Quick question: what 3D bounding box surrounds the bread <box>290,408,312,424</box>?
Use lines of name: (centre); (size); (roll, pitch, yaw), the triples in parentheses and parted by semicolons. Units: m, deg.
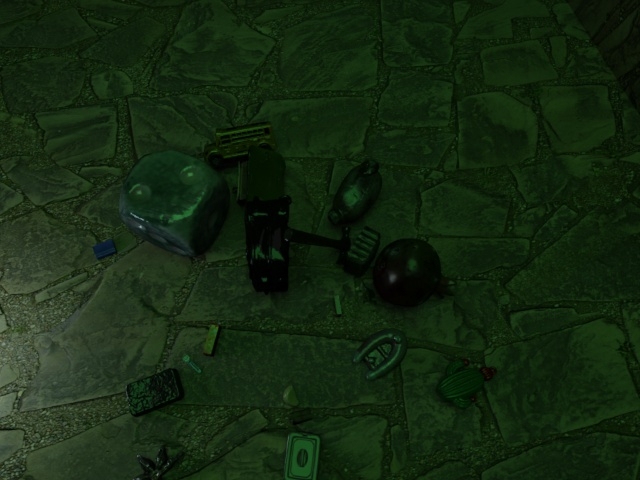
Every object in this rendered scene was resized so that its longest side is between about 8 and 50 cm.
bread: (-0.086, 0.661, 1.711); (0.062, 0.109, 0.043); (-37, 60, 31)

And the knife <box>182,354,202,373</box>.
knife: (-0.500, 0.485, 1.795); (0.096, 0.010, 0.027); (39, 72, 14)

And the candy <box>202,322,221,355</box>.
candy: (-0.426, 0.393, 1.808); (0.038, 0.062, 0.122); (12, 67, 2)

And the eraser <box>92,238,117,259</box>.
eraser: (-0.922, 0.039, 1.963); (0.085, 0.027, 0.063); (-24, 71, -12)

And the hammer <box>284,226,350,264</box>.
hammer: (0.000, 0.000, 1.815); (0.044, 0.440, 0.168); (-1, 83, 33)

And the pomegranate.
pomegranate: (0.377, 0.121, 1.835); (0.323, 0.291, 0.290); (-6, 67, -16)

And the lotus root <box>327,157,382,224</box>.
lotus root: (0.155, -0.199, 2.025); (0.175, 0.175, 0.349); (33, 74, 12)

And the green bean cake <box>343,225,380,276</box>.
green bean cake: (0.177, 0.052, 1.909); (0.094, 0.173, 0.181); (28, 67, 11)

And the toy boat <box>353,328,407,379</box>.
toy boat: (0.244, 0.436, 1.796); (0.227, 0.085, 0.155); (-34, 71, -14)

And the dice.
dice: (-0.594, -0.150, 1.888); (0.348, 0.328, 0.330); (22, 68, 8)

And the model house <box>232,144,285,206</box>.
model house: (-0.283, -0.250, 2.050); (0.207, 0.154, 0.294); (9, 80, -45)

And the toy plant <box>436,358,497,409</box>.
toy plant: (0.552, 0.535, 1.763); (0.154, 0.088, 0.240); (35, 63, 28)

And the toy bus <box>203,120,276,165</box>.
toy bus: (-0.374, -0.447, 2.090); (0.331, 0.151, 0.145); (-11, 25, -6)

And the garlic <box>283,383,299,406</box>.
garlic: (-0.115, 0.597, 1.745); (0.053, 0.041, 0.083); (-22, 77, -24)

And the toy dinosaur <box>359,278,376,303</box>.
toy dinosaur: (0.198, 0.217, 1.923); (0.060, 0.029, 0.119); (-5, 61, -20)

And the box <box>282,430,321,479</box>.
box: (-0.064, 0.775, 1.640); (0.124, 0.093, 0.172); (7, 67, 2)

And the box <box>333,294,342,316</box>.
box: (0.070, 0.268, 1.879); (0.024, 0.053, 0.083); (-5, 69, -4)

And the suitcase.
suitcase: (-0.198, 0.032, 1.815); (0.188, 0.345, 0.339); (-2, 66, -6)

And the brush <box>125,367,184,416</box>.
brush: (-0.627, 0.570, 1.729); (0.197, 0.059, 0.123); (-21, 68, -10)

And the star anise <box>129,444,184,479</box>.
star anise: (-0.593, 0.832, 1.619); (0.172, 0.063, 0.208); (12, 68, 5)
